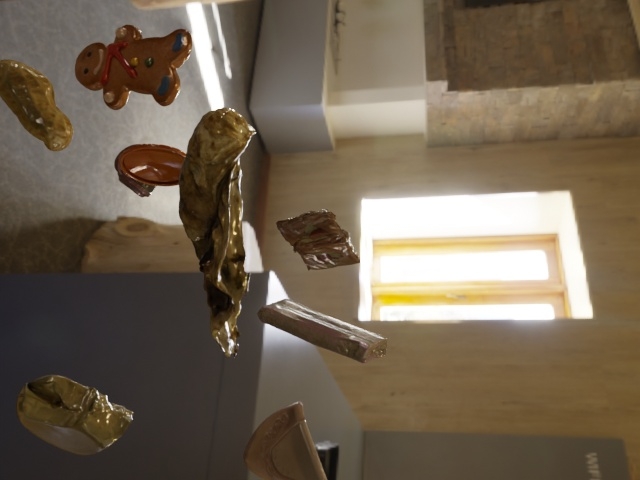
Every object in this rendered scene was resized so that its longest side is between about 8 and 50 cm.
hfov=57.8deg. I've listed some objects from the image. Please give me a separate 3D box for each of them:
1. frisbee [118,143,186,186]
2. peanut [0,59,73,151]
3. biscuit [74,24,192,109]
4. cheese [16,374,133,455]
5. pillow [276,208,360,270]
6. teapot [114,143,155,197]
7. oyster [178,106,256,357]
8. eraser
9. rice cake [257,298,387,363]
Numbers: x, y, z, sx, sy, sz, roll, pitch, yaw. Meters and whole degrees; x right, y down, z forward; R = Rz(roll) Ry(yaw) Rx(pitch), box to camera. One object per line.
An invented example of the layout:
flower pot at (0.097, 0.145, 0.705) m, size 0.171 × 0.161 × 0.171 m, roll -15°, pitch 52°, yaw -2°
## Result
frisbee at (-0.412, -0.197, 1.476) m, size 0.192 × 0.192 × 0.035 m, roll 66°, pitch 20°, yaw -63°
peanut at (-0.553, -0.264, 1.125) m, size 0.093 × 0.083 × 0.194 m, roll -43°, pitch 105°, yaw -26°
biscuit at (-0.453, -0.406, 1.352) m, size 0.049 × 0.324 × 0.205 m, roll 22°, pitch 82°, yaw -64°
cheese at (-0.471, 0.325, 1.081) m, size 0.202 × 0.175 × 0.091 m, roll 42°, pitch 42°, yaw -29°
pillow at (0.000, 0.000, 1.325) m, size 0.248 × 0.135 × 0.049 m, roll 56°, pitch 24°, yaw -53°
teapot at (-0.547, -0.223, 1.764) m, size 0.146 × 0.148 × 0.116 m, roll -53°, pitch -159°, yaw -6°
oyster at (-0.129, -0.002, 0.711) m, size 0.166 × 0.094 × 0.294 m, roll 156°, pitch -66°, yaw -79°
eraser at (-0.091, 0.466, 1.243) m, size 0.059 × 0.243 × 0.204 m, roll -16°, pitch 82°, yaw -49°
rice cake at (0.001, 0.203, 1.331) m, size 0.106 × 0.298 × 0.050 m, roll -13°, pitch 118°, yaw -61°
